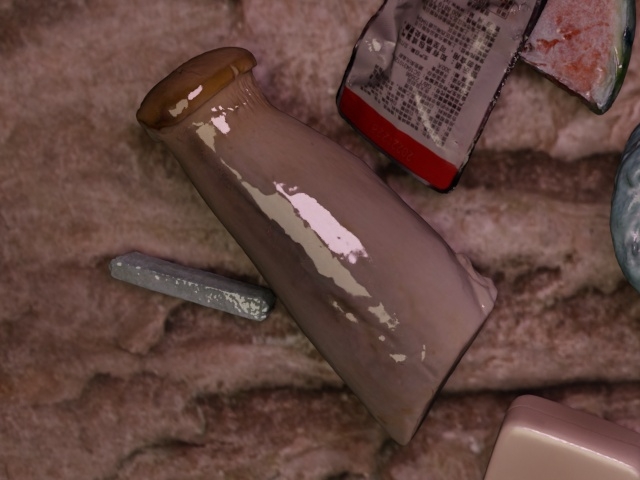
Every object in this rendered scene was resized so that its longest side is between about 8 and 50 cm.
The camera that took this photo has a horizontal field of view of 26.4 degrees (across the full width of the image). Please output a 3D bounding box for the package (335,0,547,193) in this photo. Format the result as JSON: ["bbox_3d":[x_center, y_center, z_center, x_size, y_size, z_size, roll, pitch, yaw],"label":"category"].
[{"bbox_3d":[0.102,-0.176,1.171,0.154,0.030,0.239,41,118,30],"label":"package"}]

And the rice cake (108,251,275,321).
[{"bbox_3d":[-0.126,0.043,1.340,0.170,0.033,0.029,14,115,13],"label":"rice cake"}]

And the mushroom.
[{"bbox_3d":[0.008,-0.002,1.231,0.154,0.137,0.407,-33,101,37],"label":"mushroom"}]

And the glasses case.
[{"bbox_3d":[0.199,0.319,1.298,0.144,0.076,0.336,20,112,12],"label":"glasses case"}]

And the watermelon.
[{"bbox_3d":[0.205,-0.196,1.142,0.139,0.071,0.187,-2,95,37],"label":"watermelon"}]

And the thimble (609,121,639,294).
[{"bbox_3d":[0.352,-0.020,1.103,0.235,0.143,0.198,21,113,9],"label":"thimble"}]
